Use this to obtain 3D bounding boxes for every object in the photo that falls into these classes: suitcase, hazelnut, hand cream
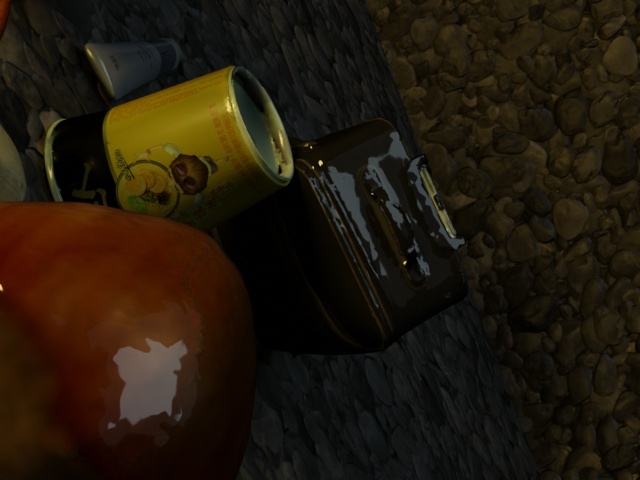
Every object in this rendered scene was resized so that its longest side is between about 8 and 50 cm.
[{"bbox_3d":[0.000,0.000,1.824,0.283,0.194,0.434,64,-25,-7],"label":"suitcase"},{"bbox_3d":[-0.210,0.128,0.984,0.366,0.366,0.366,55,19,-30],"label":"hazelnut"},{"bbox_3d":[-0.250,-0.240,1.898,0.079,0.048,0.255,58,20,-3],"label":"hand cream"}]

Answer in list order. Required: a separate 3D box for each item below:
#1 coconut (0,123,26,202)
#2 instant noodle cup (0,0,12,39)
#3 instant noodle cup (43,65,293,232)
[{"bbox_3d":[-0.344,-0.061,1.090,0.224,0.224,0.224,55,19,-30],"label":"coconut"},{"bbox_3d":[-0.375,-0.250,1.260,0.230,0.230,0.182,60,9,-17],"label":"instant noodle cup"},{"bbox_3d":[-0.165,-0.087,1.613,0.215,0.236,0.215,57,19,-32],"label":"instant noodle cup"}]
